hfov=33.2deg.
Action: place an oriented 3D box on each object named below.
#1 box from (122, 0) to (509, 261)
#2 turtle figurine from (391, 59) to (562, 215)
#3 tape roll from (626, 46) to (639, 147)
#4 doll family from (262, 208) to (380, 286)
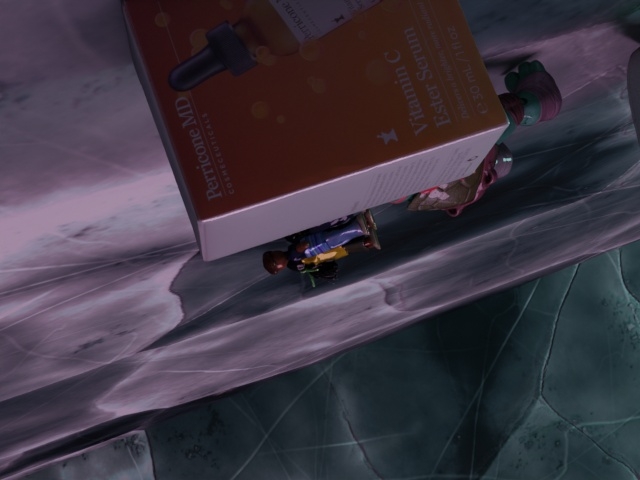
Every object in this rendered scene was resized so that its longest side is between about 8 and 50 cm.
[{"bbox_3d":[-0.006,-0.081,0.588,0.170,0.130,0.091,-19,169,-9],"label":"box"},{"bbox_3d":[0.088,-0.076,0.835,0.234,0.118,0.175,-16,169,-47],"label":"turtle figurine"},{"bbox_3d":[0.396,-0.016,0.941,0.072,0.392,0.392,-27,167,32],"label":"tape roll"},{"bbox_3d":[0.000,0.000,1.129,0.111,0.076,0.193,-17,164,7],"label":"doll family"}]
